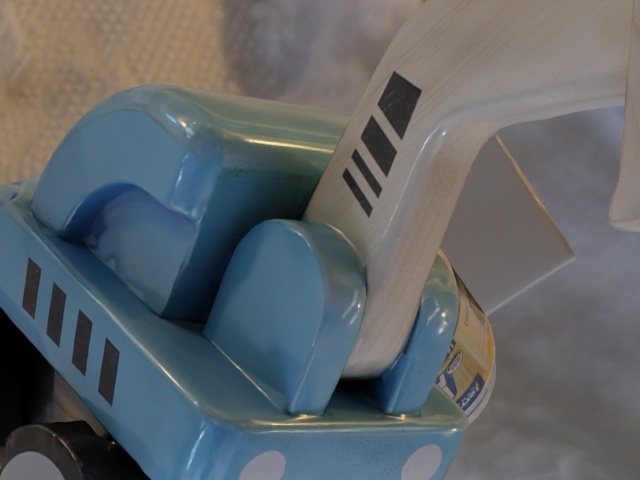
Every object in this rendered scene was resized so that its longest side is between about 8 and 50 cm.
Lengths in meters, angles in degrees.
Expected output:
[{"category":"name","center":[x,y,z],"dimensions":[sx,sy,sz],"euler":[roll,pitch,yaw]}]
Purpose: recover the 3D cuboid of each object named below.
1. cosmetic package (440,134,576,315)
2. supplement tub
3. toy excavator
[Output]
[{"category":"cosmetic package","center":[0.035,0.069,1.748],"dimensions":[0.385,0.217,0.156],"euler":[-30,85,-13]},{"category":"supplement tub","center":[0.066,0.082,1.489],"dimensions":[0.144,0.199,0.144],"euler":[-8,65,17]},{"category":"toy excavator","center":[0.000,0.000,0.882],"dimensions":[0.222,0.433,0.445],"euler":[3,116,-41]}]
